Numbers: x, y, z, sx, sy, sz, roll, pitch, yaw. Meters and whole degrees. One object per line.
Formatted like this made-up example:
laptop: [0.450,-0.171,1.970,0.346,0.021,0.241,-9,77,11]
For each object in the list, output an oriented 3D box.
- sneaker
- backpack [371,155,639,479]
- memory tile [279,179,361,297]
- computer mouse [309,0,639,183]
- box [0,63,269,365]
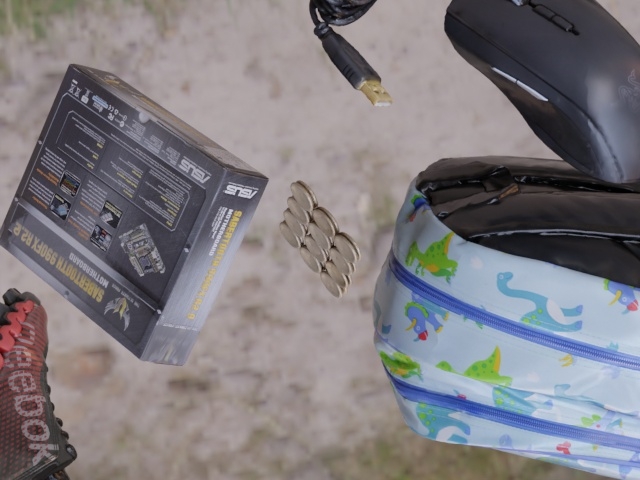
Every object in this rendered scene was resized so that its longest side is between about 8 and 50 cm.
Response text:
sneaker: [-0.276,0.163,1.588,0.135,0.276,0.097,33,129,-20]
backpack: [0.219,0.055,1.382,0.356,0.290,0.273,23,114,-14]
memory tile: [0.000,0.000,1.972,0.012,0.113,0.148,-36,167,-20]
computer mouse: [0.116,-0.130,1.222,0.184,0.262,0.060,-32,161,-22]
box: [-0.168,-0.025,1.565,0.056,0.231,0.183,10,108,-49]
